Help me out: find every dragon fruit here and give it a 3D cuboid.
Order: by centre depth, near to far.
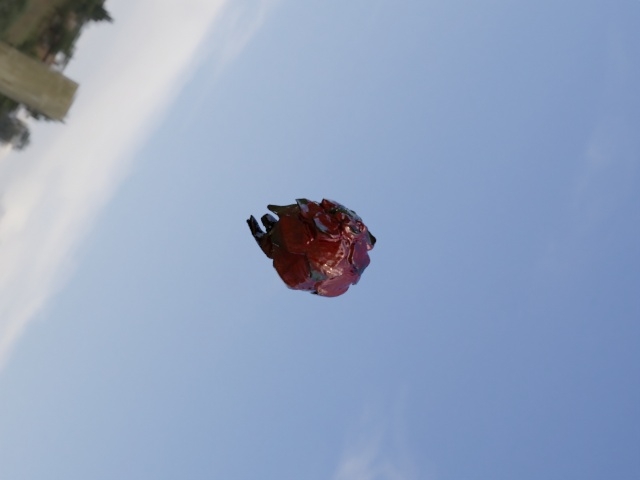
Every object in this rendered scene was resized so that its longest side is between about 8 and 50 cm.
[{"bbox_3d":[-0.005,0.003,1.211,0.121,0.130,0.142,-30,-177,-19],"label":"dragon fruit"}]
